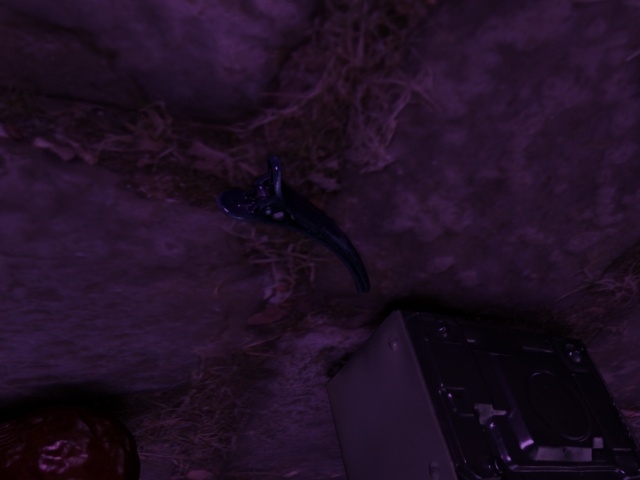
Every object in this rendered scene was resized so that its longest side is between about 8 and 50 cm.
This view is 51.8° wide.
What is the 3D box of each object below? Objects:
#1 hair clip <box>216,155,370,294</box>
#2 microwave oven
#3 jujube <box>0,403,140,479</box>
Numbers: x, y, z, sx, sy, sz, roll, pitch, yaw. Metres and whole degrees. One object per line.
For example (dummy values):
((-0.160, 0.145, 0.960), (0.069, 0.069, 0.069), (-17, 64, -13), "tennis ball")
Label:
((0.000, 0.000, 0.774), (0.083, 0.048, 0.275), (-36, 136, 15), "hair clip")
((0.257, 0.297, 0.964), (0.394, 0.333, 0.247), (11, 135, -29), "microwave oven")
((-0.383, 0.319, 0.907), (0.255, 0.190, 0.190), (-8, 139, 1), "jujube")
